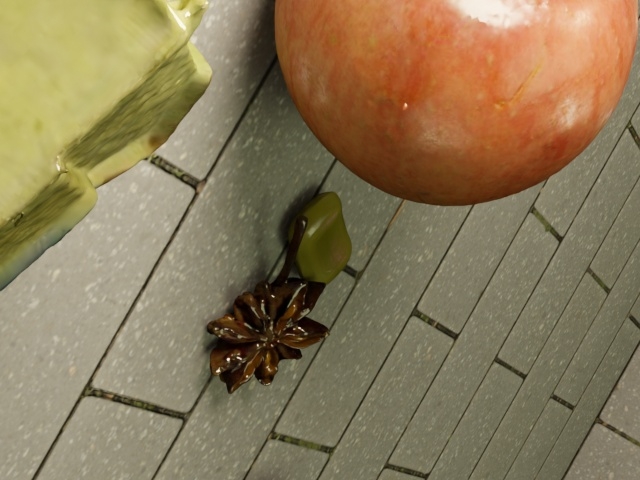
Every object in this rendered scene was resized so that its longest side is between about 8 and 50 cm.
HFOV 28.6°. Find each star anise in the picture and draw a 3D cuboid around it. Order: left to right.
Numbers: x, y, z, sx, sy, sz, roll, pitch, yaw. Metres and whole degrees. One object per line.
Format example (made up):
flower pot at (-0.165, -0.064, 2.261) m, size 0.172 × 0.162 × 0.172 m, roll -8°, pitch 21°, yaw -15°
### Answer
star anise at (-0.046, 0.083, 1.501) m, size 0.234 × 0.073 × 0.177 m, roll -48°, pitch 145°, yaw 11°

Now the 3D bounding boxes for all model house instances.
model house at (-0.254, -0.113, 0.885) m, size 0.321 × 0.261 × 0.266 m, roll -42°, pitch 176°, yaw 0°

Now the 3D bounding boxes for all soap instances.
soap at (-0.001, 0.000, 1.539) m, size 0.089 × 0.045 × 0.140 m, roll -50°, pitch 149°, yaw -25°

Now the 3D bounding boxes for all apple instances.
apple at (0.128, -0.204, 1.252) m, size 0.364 × 0.364 × 0.364 m, roll -39°, pitch 145°, yaw -35°
